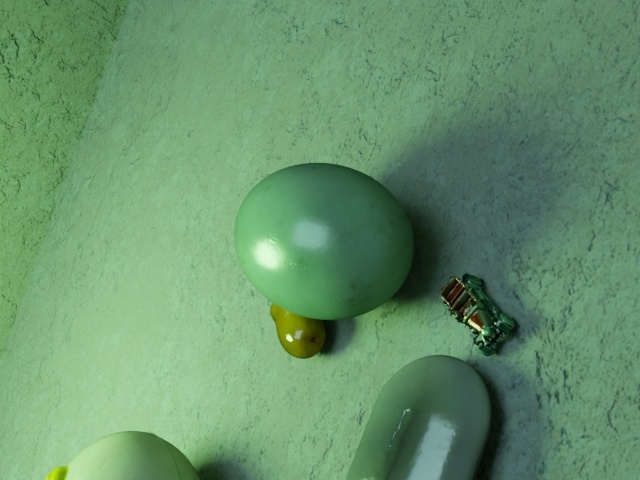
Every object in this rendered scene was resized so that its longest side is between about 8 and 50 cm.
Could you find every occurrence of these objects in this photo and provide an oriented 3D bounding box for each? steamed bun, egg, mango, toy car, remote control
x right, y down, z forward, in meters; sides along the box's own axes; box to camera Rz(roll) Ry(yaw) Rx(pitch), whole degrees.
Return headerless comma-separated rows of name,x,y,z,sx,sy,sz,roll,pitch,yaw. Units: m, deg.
steamed bun,-0.392,0.559,1.796,0.374,0.334,0.334,-59,38,20
egg,0.000,0.000,1.621,0.389,0.276,0.276,18,86,54
mango,-0.044,0.158,1.759,0.102,0.085,0.184,-62,27,14
toy car,0.245,0.115,1.447,0.073,0.054,0.143,-54,38,19
remote control,0.146,0.332,1.402,0.221,0.103,0.332,8,71,47
